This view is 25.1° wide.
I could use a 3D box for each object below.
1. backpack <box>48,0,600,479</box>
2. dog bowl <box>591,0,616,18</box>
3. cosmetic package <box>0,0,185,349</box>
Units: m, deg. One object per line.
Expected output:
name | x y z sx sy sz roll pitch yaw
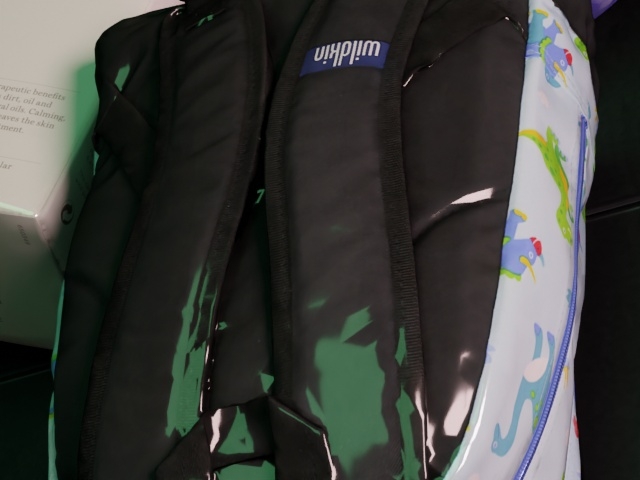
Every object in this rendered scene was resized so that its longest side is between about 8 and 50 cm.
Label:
backpack | 0.007 0.044 0.700 0.290 0.273 0.355 -10 36 15
dog bowl | 0.098 -0.249 0.917 0.265 0.104 0.265 -14 64 31
cosmetic package | -0.175 -0.125 0.955 0.197 0.155 0.366 9 54 19
